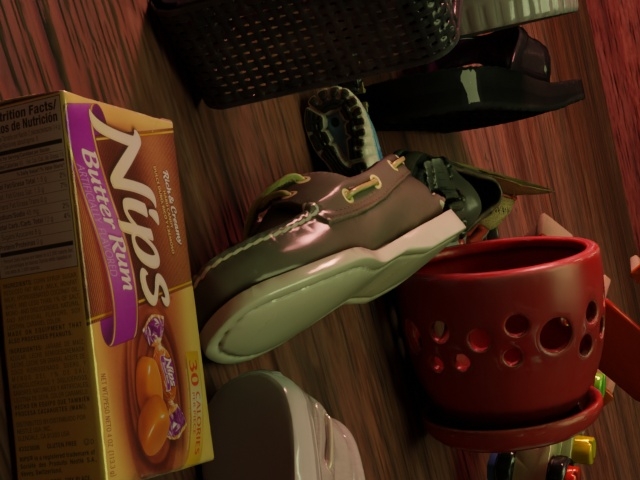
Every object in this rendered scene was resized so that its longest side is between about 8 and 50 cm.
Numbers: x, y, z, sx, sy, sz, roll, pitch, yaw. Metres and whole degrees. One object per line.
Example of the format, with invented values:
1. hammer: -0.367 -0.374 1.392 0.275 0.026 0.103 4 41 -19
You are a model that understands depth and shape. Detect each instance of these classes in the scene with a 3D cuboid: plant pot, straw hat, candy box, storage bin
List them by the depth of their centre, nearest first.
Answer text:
1. candy box: -0.109 0.026 0.596 0.109 0.053 0.187 8 75 -68
2. storage bin: -0.005 -0.167 0.768 0.122 0.180 0.084 -78 149 -44
3. plant pot: 0.173 0.094 1.097 0.191 0.191 0.174 -27 108 -68
4. straw hat: 0.181 -0.045 1.310 0.144 0.144 0.061 -1 108 -69

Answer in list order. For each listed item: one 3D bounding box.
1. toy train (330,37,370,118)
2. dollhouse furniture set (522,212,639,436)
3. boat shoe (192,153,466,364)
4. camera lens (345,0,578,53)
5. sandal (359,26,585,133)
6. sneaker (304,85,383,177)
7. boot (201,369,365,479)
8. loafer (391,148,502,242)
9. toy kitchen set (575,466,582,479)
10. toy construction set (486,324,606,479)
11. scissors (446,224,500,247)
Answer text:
1. toy train: 0.034 -0.102 1.048 0.036 0.027 0.158 -7 88 -72
2. dollhouse furniture set: 0.329 0.101 1.448 0.259 0.262 0.135 39 35 -9
3. boat shoe: -0.003 0.003 0.816 0.091 0.109 0.305 54 31 10
4. camera lens: 0.109 -0.321 1.070 0.219 0.219 0.274 -29 108 -68
5. sandal: 0.171 -0.175 1.236 0.446 0.167 0.107 -12 93 -68
6. sneaker: 0.037 -0.051 0.990 0.073 0.063 0.162 -30 109 -71
7. boot: -0.009 0.212 0.705 0.123 0.095 0.258 38 45 -50
8. loafer: 0.120 -0.044 1.129 0.267 0.084 0.096 -22 105 -75
9. toy kitchen set: 0.339 0.394 1.478 0.207 0.122 0.166 55 32 -48
10. toy construction set: 0.243 0.214 1.273 0.215 0.151 0.328 32 52 -62
11. scissors: 0.163 0.010 1.338 0.297 0.021 0.109 -51 128 -63
